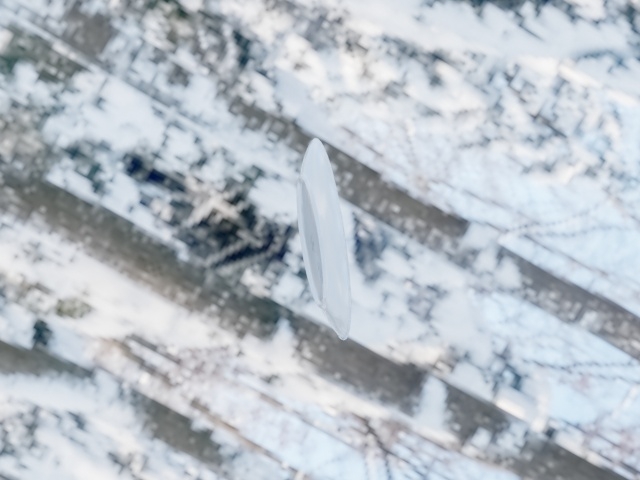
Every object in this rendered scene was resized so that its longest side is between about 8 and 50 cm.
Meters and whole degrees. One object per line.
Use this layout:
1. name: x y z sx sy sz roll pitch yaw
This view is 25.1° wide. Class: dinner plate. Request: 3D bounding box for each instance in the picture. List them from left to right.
1. dinner plate: 0.000 0.000 0.993 0.141 0.017 0.141 170 -90 -82
